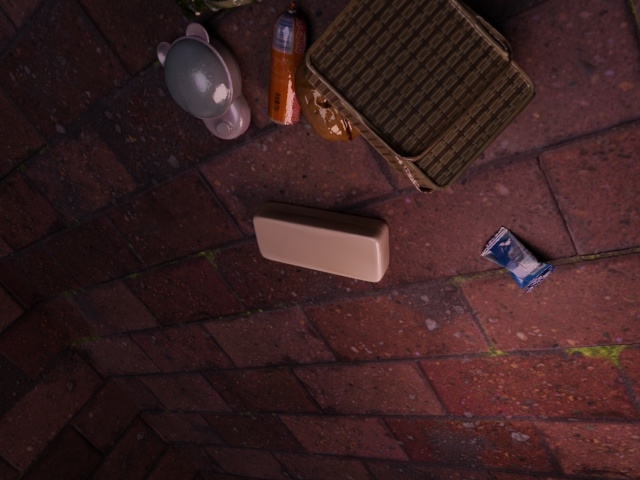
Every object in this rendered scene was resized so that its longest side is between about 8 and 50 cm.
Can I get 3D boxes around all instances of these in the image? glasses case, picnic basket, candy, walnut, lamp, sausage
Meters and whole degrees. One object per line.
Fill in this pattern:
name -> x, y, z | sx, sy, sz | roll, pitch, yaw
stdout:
glasses case -> 0.000, 0.000, 1.241 | 0.336, 0.076, 0.144 | 12, 131, 23
picnic basket -> 0.151, -0.249, 0.801 | 0.313, 0.175, 0.228 | 43, 96, -9
candy -> 0.408, 0.042, 1.060 | 0.136, 0.038, 0.088 | 40, 134, 8
walnut -> 0.031, -0.271, 0.952 | 0.144, 0.144, 0.180 | -10, 112, 36
lamp -> -0.249, -0.327, 1.091 | 0.179, 0.108, 0.246 | -8, 122, 40
sausage -> -0.064, -0.345, 0.990 | 0.071, 0.071, 0.234 | 22, 135, 13

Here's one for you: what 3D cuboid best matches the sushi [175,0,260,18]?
sushi -> -0.088, -0.461, 0.749 | 0.351, 0.294, 0.178 | 2, 132, 28
